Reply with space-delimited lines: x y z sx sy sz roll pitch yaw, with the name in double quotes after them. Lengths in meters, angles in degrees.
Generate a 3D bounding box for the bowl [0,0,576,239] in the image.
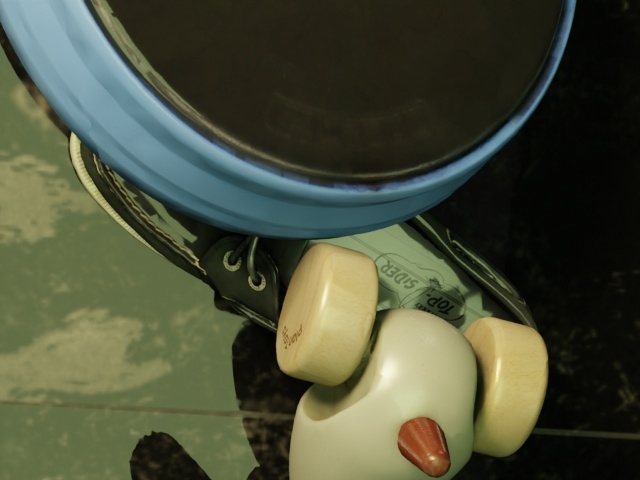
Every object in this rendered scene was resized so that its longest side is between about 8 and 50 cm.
-0.009 -0.197 0.987 0.391 0.077 0.391 6 78 -29 "bowl"

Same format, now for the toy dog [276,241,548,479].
0.021 0.171 1.000 0.220 0.161 0.333 1 118 -3 "toy dog"

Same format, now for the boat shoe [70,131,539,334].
-0.002 0.004 1.062 0.340 0.113 0.127 35 88 -12 "boat shoe"
